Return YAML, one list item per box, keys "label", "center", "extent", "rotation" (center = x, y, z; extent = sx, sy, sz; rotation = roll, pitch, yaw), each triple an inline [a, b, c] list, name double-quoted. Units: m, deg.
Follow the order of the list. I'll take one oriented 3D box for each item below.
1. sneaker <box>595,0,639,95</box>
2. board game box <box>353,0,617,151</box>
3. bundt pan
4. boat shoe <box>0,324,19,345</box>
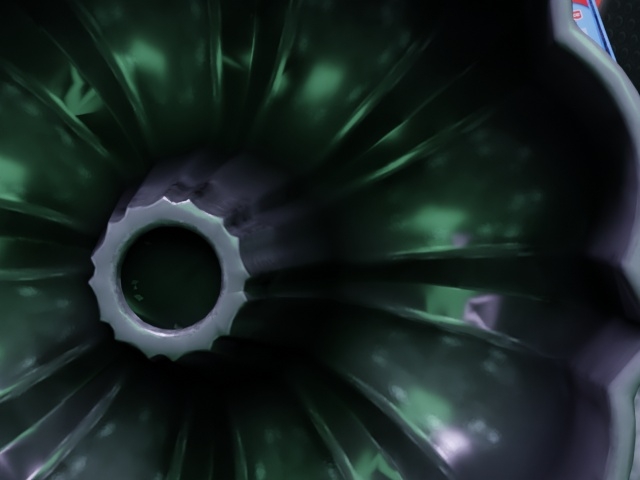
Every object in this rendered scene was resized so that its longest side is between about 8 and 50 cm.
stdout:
- label: "sneaker"
  center: [0.138, -0.167, 0.792]
  extent: [0.090, 0.145, 0.270]
  rotation: [16, 91, -34]
- label: "board game box"
  center: [0.032, -0.119, 0.720]
  extent: [0.160, 0.039, 0.211]
  rotation: [-15, 53, 8]
- label: "bundt pan"
  center: [-0.042, 0.010, 0.593]
  extent: [0.330, 0.124, 0.331]
  rotation: [0, 92, 8]
- label: "boat shoe"
  center: [-0.121, 0.022, 0.688]
  extent: [0.100, 0.035, 0.035]
  rotation: [-30, 67, -19]
